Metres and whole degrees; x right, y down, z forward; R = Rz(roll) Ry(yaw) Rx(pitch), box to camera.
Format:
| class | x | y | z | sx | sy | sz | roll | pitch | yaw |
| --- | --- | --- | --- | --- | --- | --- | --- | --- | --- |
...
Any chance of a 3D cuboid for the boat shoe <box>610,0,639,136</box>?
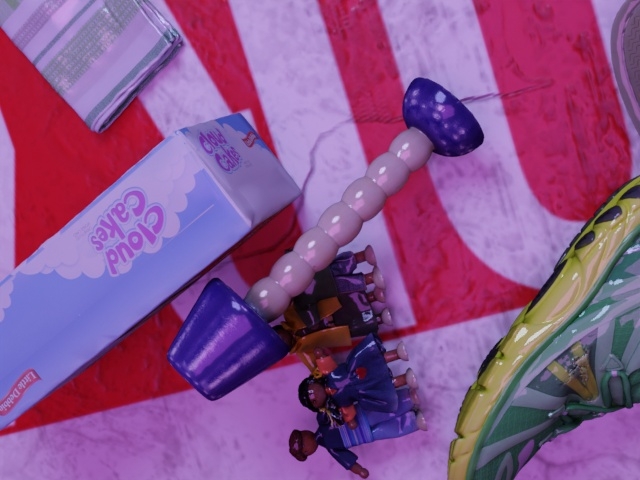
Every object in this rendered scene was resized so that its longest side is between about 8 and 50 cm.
| class | x | y | z | sx | sy | sz | roll | pitch | yaw |
| --- | --- | --- | --- | --- | --- | --- | --- | --- | --- |
| boat shoe | 0.316 | -0.060 | 0.657 | 0.302 | 0.103 | 0.113 | 45 | 120 | 1 |

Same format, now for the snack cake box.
| class | x | y | z | sx | sy | sz | roll | pitch | yaw |
| --- | --- | --- | --- | --- | --- | --- | --- | --- | --- |
| snack cake box | -0.153 | 0.020 | 0.756 | 0.264 | 0.152 | 0.089 | -38 | 90 | 17 |

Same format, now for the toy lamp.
| class | x | y | z | sx | sy | sz | roll | pitch | yaw |
| --- | --- | --- | --- | --- | --- | --- | --- | --- | --- |
| toy lamp | 0.000 | 0.000 | 0.703 | 0.080 | 0.080 | 0.275 | 42 | 81 | 2 |

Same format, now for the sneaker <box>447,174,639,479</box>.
| class | x | y | z | sx | sy | sz | roll | pitch | yaw |
| --- | --- | --- | --- | --- | --- | --- | --- | --- | --- |
| sneaker | 0.194 | 0.093 | 0.711 | 0.123 | 0.109 | 0.295 | 36 | 106 | 8 |

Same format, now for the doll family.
| class | x | y | z | sx | sy | sz | roll | pitch | yaw |
| --- | --- | --- | --- | --- | --- | --- | --- | --- | --- |
| doll family | 0.010 | 0.098 | 0.767 | 0.111 | 0.076 | 0.193 | -19 | 85 | -4 |

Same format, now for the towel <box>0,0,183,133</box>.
| class | x | y | z | sx | sy | sz | roll | pitch | yaw |
| --- | --- | --- | --- | --- | --- | --- | --- | --- | --- |
| towel | -0.199 | -0.178 | 0.795 | 0.113 | 0.023 | 0.152 | -43 | 89 | 16 |
